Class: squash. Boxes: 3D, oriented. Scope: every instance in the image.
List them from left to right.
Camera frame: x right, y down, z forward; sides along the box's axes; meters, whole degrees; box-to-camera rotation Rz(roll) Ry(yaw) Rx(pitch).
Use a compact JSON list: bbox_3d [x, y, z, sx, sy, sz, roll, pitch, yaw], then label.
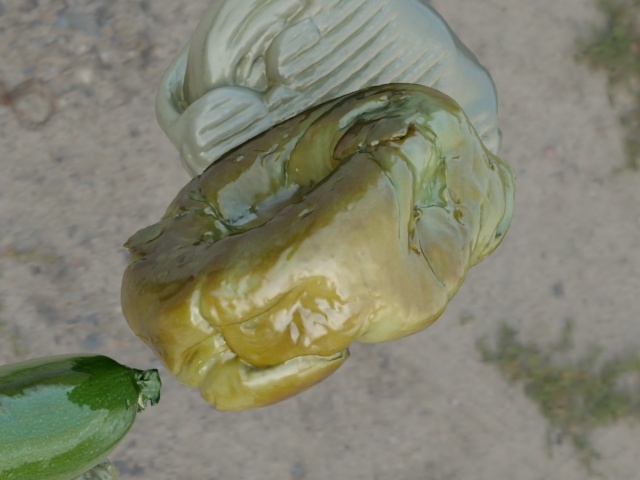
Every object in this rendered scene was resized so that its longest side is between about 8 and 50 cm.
[{"bbox_3d":[-0.231,0.138,1.191,0.379,0.101,0.101,-11,87,-62],"label":"squash"}]

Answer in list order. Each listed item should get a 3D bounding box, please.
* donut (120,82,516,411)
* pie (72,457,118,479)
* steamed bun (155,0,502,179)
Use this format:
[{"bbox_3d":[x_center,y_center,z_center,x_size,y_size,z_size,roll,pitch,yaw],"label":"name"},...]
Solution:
[{"bbox_3d":[0.000,0.000,1.460,0.360,0.360,0.170,-48,116,-36],"label":"donut"},{"bbox_3d":[-0.271,0.288,1.565,0.084,0.205,0.179,52,29,-2],"label":"pie"},{"bbox_3d":[-0.006,-0.133,1.785,0.342,0.255,0.367,-40,114,-7],"label":"steamed bun"}]
